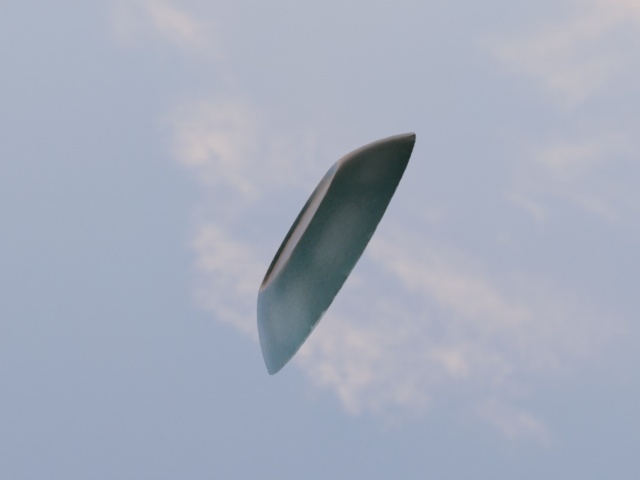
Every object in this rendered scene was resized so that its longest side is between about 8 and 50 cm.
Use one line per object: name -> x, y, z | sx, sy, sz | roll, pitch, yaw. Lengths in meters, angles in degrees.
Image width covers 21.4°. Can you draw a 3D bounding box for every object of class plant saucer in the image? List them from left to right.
plant saucer -> 0.000, 0.000, 1.160 | 0.037, 0.195, 0.195 | 31, -145, -6
